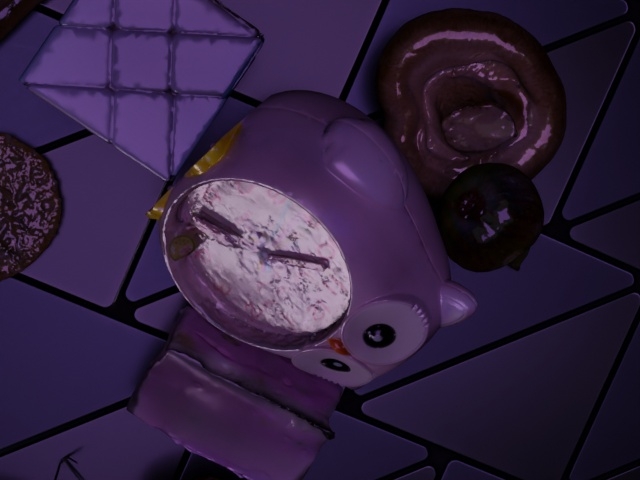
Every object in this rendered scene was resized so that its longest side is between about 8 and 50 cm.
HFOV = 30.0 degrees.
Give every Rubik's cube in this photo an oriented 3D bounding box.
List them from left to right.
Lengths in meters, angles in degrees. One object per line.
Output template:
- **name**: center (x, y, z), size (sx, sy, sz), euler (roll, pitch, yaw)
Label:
- **Rubik's cube**: center (-0.225, -0.225, 1.547), size (0.221, 0.224, 0.231), euler (34, 91, -8)

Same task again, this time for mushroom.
- **mushroom**: center (0.198, -0.180, 1.632), size (0.278, 0.146, 0.278), euler (0, 113, 0)

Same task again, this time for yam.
- **yam**: center (-0.451, -0.282, 1.609), size (0.264, 0.046, 0.046), euler (-42, 98, 0)

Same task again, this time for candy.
- **candy**: center (-0.115, 0.223, 1.635), size (0.265, 0.115, 0.155), euler (27, 122, -7)

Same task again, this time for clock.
- **clock**: center (0.000, 0.000, 1.547), size (0.377, 0.250, 0.368), euler (45, 131, -7)

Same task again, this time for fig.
- **fig**: center (0.250, -0.009, 1.619), size (0.149, 0.245, 0.149), euler (-11, 67, 26)

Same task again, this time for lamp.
- **lamp**: center (-0.325, 0.360, 1.686), size (0.041, 0.054, 0.121), euler (-37, 105, -1)

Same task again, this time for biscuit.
- **biscuit**: center (-0.465, -0.045, 1.638), size (0.220, 0.033, 0.219), euler (0, 97, -3)

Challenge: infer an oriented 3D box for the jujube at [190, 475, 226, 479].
- **jujube**: center (-0.128, 0.491, 1.649), size (0.216, 0.216, 0.342), euler (-22, 103, -3)
